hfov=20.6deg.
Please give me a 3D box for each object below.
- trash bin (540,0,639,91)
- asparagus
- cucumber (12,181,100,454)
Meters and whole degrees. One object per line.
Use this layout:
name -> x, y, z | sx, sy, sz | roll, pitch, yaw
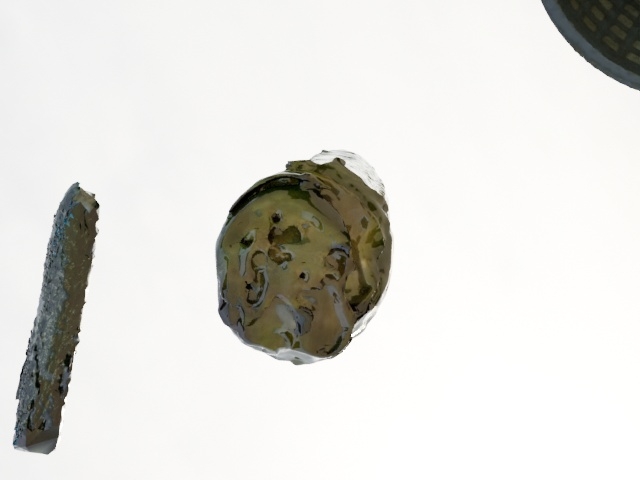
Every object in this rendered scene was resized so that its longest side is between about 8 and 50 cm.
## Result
trash bin -> 0.221, -0.192, 0.978 | 0.175, 0.175, 0.161 | 57, -139, -19
asparagus -> 0.000, 0.000, 1.230 | 0.382, 0.108, 0.128 | -56, -33, -84
cucumber -> -0.221, 0.065, 1.477 | 0.043, 0.257, 0.044 | 5, -155, -20
